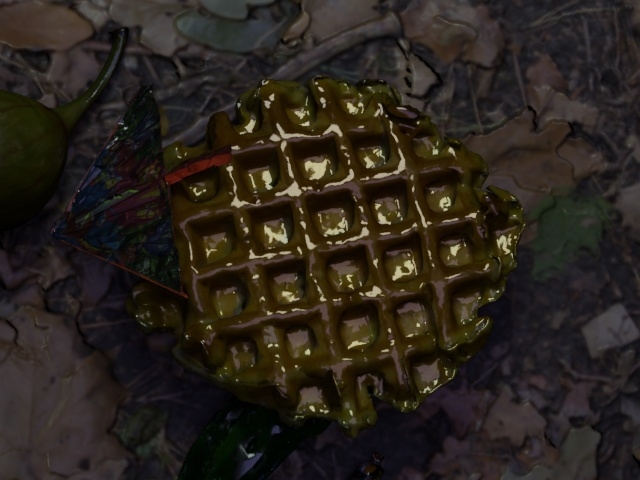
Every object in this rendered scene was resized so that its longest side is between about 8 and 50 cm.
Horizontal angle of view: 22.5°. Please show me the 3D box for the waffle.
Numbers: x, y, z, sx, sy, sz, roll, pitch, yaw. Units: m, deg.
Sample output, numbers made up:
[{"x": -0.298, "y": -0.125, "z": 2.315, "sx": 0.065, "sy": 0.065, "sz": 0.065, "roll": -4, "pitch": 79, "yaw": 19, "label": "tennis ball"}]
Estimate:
[{"x": 0.000, "y": 0.000, "z": 1.351, "sx": 0.325, "sy": 0.068, "sz": 0.302, "roll": 31, "pitch": 78, "yaw": 8, "label": "waffle"}]

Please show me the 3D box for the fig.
[{"x": -0.240, "y": -0.101, "z": 1.352, "sx": 0.124, "sy": 0.124, "sz": 0.236, "roll": 48, "pitch": 59, "yaw": -2, "label": "fig"}]

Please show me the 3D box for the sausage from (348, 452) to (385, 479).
[{"x": 0.000, "y": 0.265, "z": 1.372, "sx": 0.025, "sy": 0.028, "sz": 0.198, "roll": 40, "pitch": 75, "yaw": -24, "label": "sausage"}]

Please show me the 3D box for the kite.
[{"x": -0.150, "y": -0.033, "z": 1.344, "sx": 0.189, "sy": 0.009, "sz": 0.232, "roll": -25, "pitch": 54, "yaw": 22, "label": "kite"}]

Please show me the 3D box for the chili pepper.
[{"x": -0.044, "y": 0.188, "z": 1.365, "sx": 0.122, "sy": 0.065, "sz": 0.278, "roll": 34, "pitch": 85, "yaw": -17, "label": "chili pepper"}]
